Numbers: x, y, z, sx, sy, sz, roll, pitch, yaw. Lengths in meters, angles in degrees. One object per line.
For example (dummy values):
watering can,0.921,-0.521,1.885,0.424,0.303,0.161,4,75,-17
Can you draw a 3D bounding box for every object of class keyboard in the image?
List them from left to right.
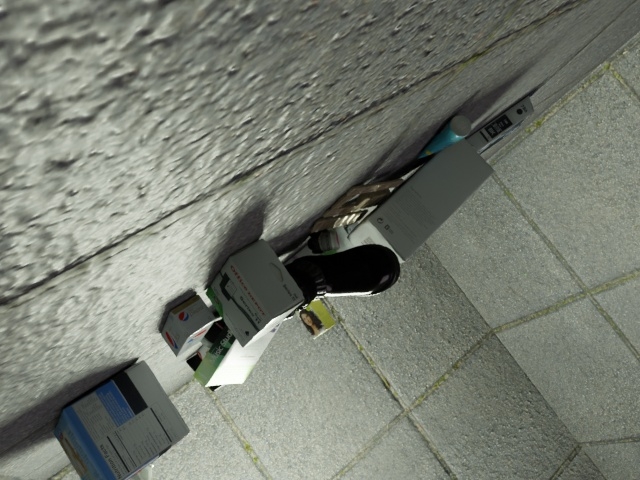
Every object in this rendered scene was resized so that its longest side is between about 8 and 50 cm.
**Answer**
keyboard,-0.441,0.515,2.344,0.108,0.180,0.023,-30,151,-37

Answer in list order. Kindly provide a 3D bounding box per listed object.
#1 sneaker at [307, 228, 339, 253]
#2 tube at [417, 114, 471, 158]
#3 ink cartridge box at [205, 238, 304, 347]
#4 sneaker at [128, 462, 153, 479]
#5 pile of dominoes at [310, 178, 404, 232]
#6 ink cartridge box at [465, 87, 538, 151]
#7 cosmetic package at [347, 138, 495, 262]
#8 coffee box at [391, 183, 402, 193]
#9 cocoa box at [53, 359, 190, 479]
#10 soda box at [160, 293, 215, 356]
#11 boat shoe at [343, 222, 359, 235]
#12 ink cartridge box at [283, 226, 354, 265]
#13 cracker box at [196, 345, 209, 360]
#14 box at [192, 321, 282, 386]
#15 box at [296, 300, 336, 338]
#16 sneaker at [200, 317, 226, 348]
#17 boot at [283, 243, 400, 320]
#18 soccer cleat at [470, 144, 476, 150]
sneaker,0.000,0.000,1.542,0.074,0.063,0.170,-7,-174,-8
tube,0.304,-0.249,1.455,0.080,0.052,0.207,-25,177,-12
ink cartridge box,-0.139,0.111,1.201,0.086,0.153,0.208,-31,170,-34
sneaker,-0.574,0.613,1.840,0.257,0.169,0.447,-47,-141,-14
pile of dominoes,0.082,-0.099,1.473,0.196,0.040,0.251,-41,164,35
ink cartridge box,0.611,-0.381,2.024,0.332,0.065,0.165,-36,173,-10
cosmetic package,0.276,-0.099,1.644,0.385,0.156,0.217,-41,179,-17
coffee box,0.290,-0.127,1.970,0.141,0.098,0.246,-34,173,-17
cocoa box,-0.536,0.509,1.558,0.228,0.231,0.347,-30,171,-36
soda box,-0.297,0.192,1.307,0.074,0.069,0.216,-33,173,-29
boat shoe,0.101,-0.033,1.913,0.040,0.049,0.142,-19,177,17
ink cartridge box,-0.014,0.059,1.735,0.212,0.093,0.154,-41,171,23
cracker box,-0.371,0.436,2.233,0.067,0.156,0.232,-31,171,-38
box,-0.210,0.272,1.705,0.322,0.058,0.232,-58,158,0
box,-0.050,0.215,2.014,0.058,0.232,0.087,-25,166,-49
sneaker,-0.260,0.240,1.765,0.147,0.104,0.295,-52,164,10
boot,-0.001,0.104,1.458,0.347,0.131,0.260,-11,-178,32
soccer cleat,0.417,-0.191,1.975,0.108,0.117,0.318,7,150,-22
